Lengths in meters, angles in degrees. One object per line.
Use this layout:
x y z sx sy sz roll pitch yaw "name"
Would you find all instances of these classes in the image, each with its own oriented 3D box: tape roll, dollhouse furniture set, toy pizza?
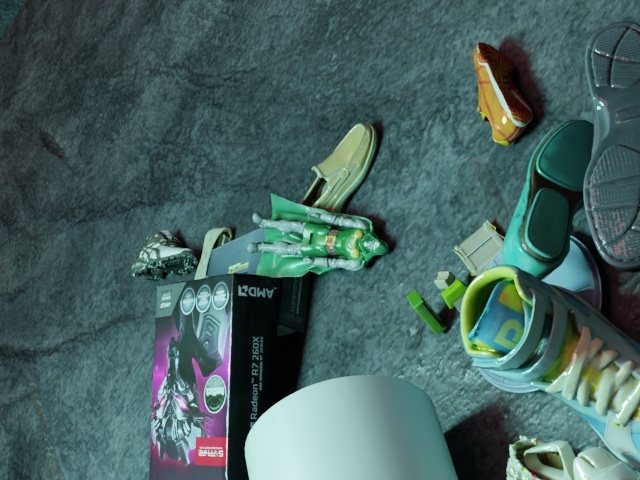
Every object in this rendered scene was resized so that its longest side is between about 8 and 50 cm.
0.042 0.300 1.387 0.246 0.246 0.169 -47 38 29 "tape roll"
0.190 0.053 1.521 0.151 0.058 0.076 -40 30 6 "dollhouse furniture set"
0.257 0.085 1.397 0.201 0.032 0.201 -27 52 41 "toy pizza"

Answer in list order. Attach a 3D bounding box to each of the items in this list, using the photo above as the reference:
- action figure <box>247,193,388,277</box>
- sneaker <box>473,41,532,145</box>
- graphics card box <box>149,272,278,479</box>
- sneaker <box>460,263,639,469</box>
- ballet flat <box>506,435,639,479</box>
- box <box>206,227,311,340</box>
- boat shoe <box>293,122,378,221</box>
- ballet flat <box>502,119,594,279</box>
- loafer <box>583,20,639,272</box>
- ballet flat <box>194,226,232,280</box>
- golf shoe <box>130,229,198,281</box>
0.000 0.000 1.741 0.232 0.063 0.137 5 85 33 "action figure"
0.231 -0.202 1.578 0.067 0.064 0.175 -52 32 39 "sneaker"
-0.166 0.243 1.788 0.233 0.094 0.371 -10 74 52 "graphics card box"
0.263 0.134 1.182 0.319 0.208 0.127 35 100 45 "sneaker"
0.266 0.249 1.209 0.241 0.091 0.077 -6 99 62 "ballet flat"
-0.106 0.078 1.892 0.232 0.059 0.183 -21 54 48 "box"
0.021 -0.101 1.805 0.068 0.072 0.190 36 102 56 "boat shoe"
0.265 -0.044 1.376 0.247 0.083 0.087 -61 3 -39 "ballet flat"
0.358 -0.100 1.335 0.109 0.095 0.303 -6 68 20 "loafer"
-0.184 0.050 2.026 0.052 0.057 0.168 -17 58 38 "ballet flat"
-0.289 0.019 2.172 0.198 0.077 0.094 -10 63 51 "golf shoe"
